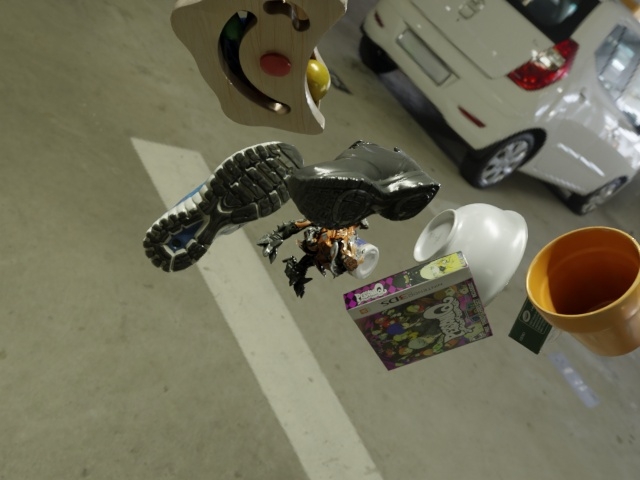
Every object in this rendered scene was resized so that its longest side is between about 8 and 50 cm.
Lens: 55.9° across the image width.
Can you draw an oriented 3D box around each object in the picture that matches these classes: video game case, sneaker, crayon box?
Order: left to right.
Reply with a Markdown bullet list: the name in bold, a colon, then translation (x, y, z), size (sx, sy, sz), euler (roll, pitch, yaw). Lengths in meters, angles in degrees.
- **sneaker**: translation (-0.180, -0.078, 1.117), size (0.130, 0.330, 0.147), euler (57, 1, -18)
- **sneaker**: translation (0.056, -0.095, 0.946), size (0.286, 0.109, 0.130), euler (-3, 51, -43)
- **video game case**: translation (0.176, 0.131, 1.050), size (0.232, 0.210, 0.042), euler (58, 15, -46)
- **crayon box**: translation (0.574, 0.112, 1.398), size (0.083, 0.203, 0.323), euler (35, 34, 32)

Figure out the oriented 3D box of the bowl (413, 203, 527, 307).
- **bowl**: translation (0.303, 0.024, 1.340), size (0.134, 0.298, 0.298), euler (35, 27, -14)

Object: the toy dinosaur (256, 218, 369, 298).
- **toy dinosaur**: translation (0.000, 0.000, 1.305), size (0.164, 0.218, 0.322), euler (55, 5, -8)

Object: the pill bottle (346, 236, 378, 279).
- **pill bottle**: translation (0.057, 0.024, 1.543), size (0.169, 0.094, 0.094), euler (29, 16, 35)

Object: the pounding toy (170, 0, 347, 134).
- **pounding toy**: translation (-0.040, -0.233, 0.552), size (0.269, 0.154, 0.155), euler (62, 31, -61)

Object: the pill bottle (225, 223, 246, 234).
- **pill bottle**: translation (-0.203, -0.076, 1.341), size (0.112, 0.112, 0.186), euler (46, 46, 8)

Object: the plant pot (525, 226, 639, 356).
- **plant pot**: translation (0.515, 0.112, 1.116), size (0.188, 0.205, 0.205), euler (48, 21, -31)
